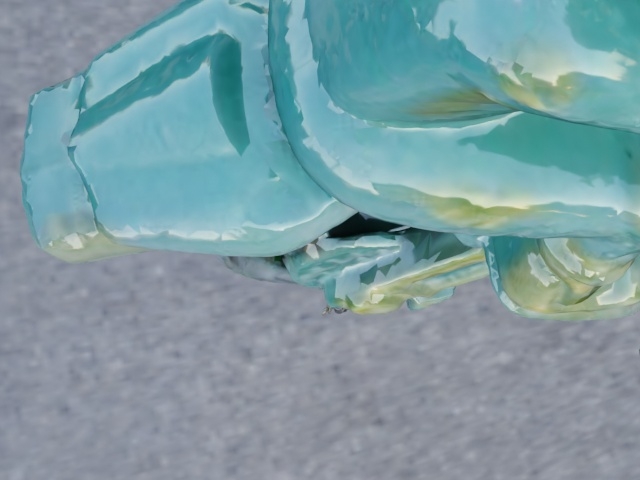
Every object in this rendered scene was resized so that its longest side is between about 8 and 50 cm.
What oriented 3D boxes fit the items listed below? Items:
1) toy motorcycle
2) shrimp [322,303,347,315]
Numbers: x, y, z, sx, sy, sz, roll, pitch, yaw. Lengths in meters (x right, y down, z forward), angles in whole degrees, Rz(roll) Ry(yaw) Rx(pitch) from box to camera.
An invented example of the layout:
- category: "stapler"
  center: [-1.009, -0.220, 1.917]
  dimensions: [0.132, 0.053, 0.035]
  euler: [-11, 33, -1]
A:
- category: "toy motorcycle"
  center: [0.072, -0.037, 0.379]
  dimensions: [0.296, 0.198, 0.109]
  euler: [-19, 69, 36]
- category: "shrimp"
  center: [0.000, 0.000, 1.713]
  dimensions: [0.126, 0.223, 0.047]
  euler: [41, 108, -16]
